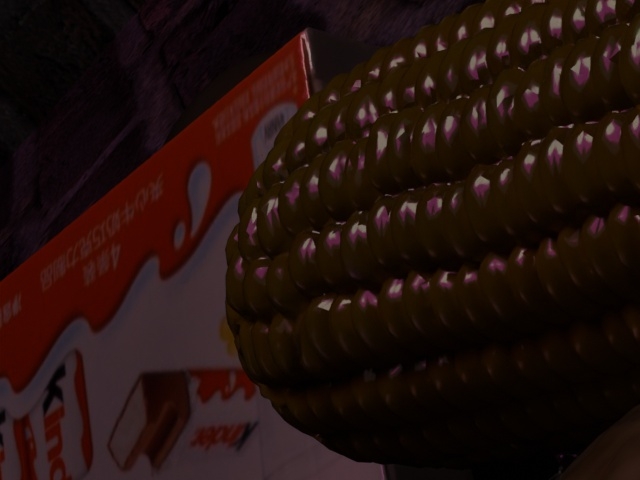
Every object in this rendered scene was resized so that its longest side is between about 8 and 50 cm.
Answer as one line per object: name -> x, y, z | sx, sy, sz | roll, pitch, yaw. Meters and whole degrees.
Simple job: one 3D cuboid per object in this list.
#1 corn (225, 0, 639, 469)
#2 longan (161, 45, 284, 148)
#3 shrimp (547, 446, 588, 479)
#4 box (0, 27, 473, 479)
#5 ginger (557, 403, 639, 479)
corn -> 0.106, -0.021, 0.488 | 0.344, 0.131, 0.131 | -19, 33, 51
longan -> 0.000, 0.000, 0.862 | 0.189, 0.189, 0.189 | -45, 16, 17
shrimp -> 0.113, 0.025, 0.610 | 0.047, 0.126, 0.223 | -7, -28, -46
box -> -0.050, 0.100, 0.734 | 0.273, 0.048, 0.265 | -35, 56, 42
ginger -> 0.112, 0.093, 0.396 | 0.267, 0.138, 0.152 | 139, 139, -62
